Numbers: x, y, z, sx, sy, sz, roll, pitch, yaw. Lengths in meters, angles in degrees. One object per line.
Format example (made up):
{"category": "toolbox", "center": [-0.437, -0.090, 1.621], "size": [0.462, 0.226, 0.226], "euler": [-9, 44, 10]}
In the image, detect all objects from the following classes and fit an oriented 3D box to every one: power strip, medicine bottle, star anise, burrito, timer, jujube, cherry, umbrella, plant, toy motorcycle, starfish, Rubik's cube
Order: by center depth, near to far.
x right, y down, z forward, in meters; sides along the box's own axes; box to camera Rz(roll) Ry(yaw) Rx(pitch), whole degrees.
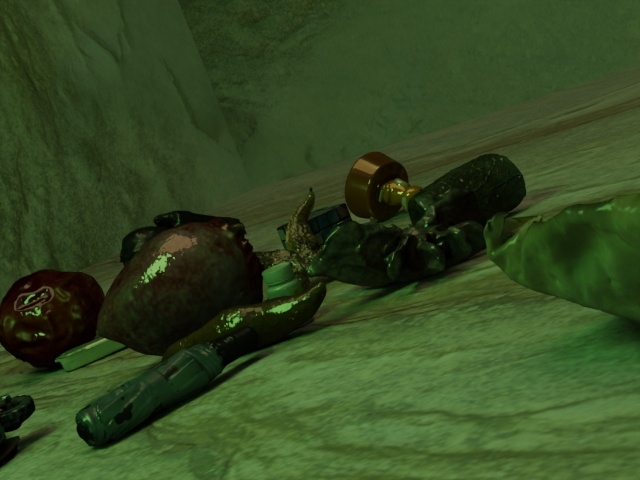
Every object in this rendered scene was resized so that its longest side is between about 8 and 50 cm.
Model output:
{"category": "burrito", "center": [0.285, 0.004, 0.826], "size": [0.190, 0.135, 0.332], "euler": [-16, 0, -35]}
{"category": "umbrella", "center": [-0.173, 0.164, 1.257], "size": [0.250, 0.052, 0.053], "euler": [-27, 9, -34]}
{"category": "toy motorcycle", "center": [-0.434, 0.247, 1.297], "size": [0.118, 0.084, 0.212], "euler": [-10, 16, 18]}
{"category": "medicine bottle", "center": [-0.044, 0.074, 1.423], "size": [0.047, 0.083, 0.047], "euler": [-19, 10, 4]}
{"category": "star anise", "center": [0.106, 0.003, 1.431], "size": [0.257, 0.111, 0.198], "euler": [-15, 8, 0]}
{"category": "cherry", "center": [-0.196, 0.075, 1.497], "size": [0.249, 0.175, 0.192], "euler": [-25, -1, -15]}
{"category": "starfish", "center": [-0.033, 0.011, 1.670], "size": [0.247, 0.138, 0.050], "euler": [-34, -24, -29]}
{"category": "power strip", "center": [-0.344, 0.168, 1.777], "size": [0.191, 0.030, 0.047], "euler": [-23, 6, -9]}
{"category": "Rubik's cube", "center": [0.000, 0.000, 1.784], "size": [0.092, 0.092, 0.092], "euler": [-26, 9, -32]}
{"category": "jujube", "center": [-0.468, 0.130, 1.883], "size": [0.174, 0.174, 0.250], "euler": [-20, 10, 10]}
{"category": "timer", "center": [0.143, -0.088, 2.029], "size": [0.132, 0.132, 0.152], "euler": [-27, 33, -36]}
{"category": "plant", "center": [-0.274, 0.020, 2.171], "size": [0.256, 0.164, 0.142], "euler": [-12, 3, -25]}

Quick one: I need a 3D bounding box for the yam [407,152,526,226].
{"category": "yam", "center": [0.208, -0.057, 1.610], "size": [0.183, 0.107, 0.107], "euler": [-27, 9, -31]}

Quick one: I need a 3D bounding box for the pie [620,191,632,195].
{"category": "pie", "center": [0.376, -0.022, 1.002], "size": [0.128, 0.068, 0.282], "euler": [-18, 6, -24]}

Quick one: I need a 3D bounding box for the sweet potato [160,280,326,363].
{"category": "sweet potato", "center": [-0.109, 0.118, 1.389], "size": [0.274, 0.067, 0.067], "euler": [-24, 6, 20]}
